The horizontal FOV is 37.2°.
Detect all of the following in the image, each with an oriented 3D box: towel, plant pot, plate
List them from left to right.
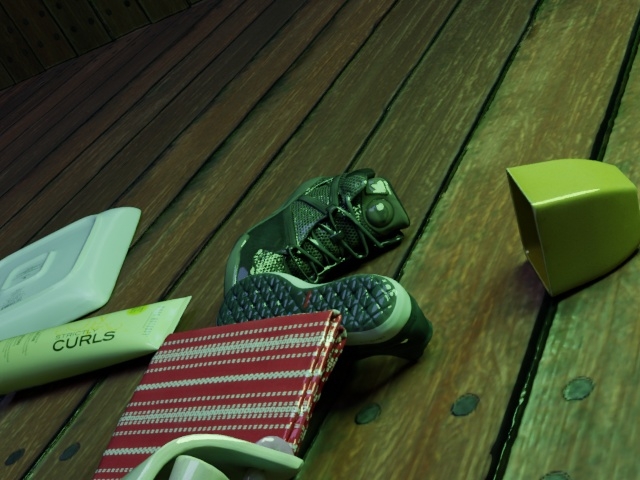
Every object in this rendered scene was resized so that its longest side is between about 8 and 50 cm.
[{"bbox_3d":[-0.391,0.058,1.301,0.277,0.045,0.278,-24,25,12],"label":"plate"},{"bbox_3d":[-0.096,0.174,0.682,0.198,0.031,0.275,-11,43,37],"label":"towel"},{"bbox_3d":[0.200,-0.019,0.735,0.083,0.081,0.081,-17,25,3],"label":"plant pot"}]

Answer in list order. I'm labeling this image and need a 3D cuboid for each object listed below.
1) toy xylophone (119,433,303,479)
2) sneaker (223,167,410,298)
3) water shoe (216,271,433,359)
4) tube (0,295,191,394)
[{"bbox_3d":[-0.110,0.224,0.458,0.323,0.081,0.236,-60,9,-25],"label":"toy xylophone"},{"bbox_3d":[0.000,0.000,0.913,0.130,0.087,0.227,-17,21,41],"label":"sneaker"},{"bbox_3d":[-0.002,0.074,0.787,0.203,0.080,0.073,-2,57,43],"label":"water shoe"},{"bbox_3d":[-0.254,0.112,1.026,0.240,0.062,0.070,-15,68,21],"label":"tube"}]
